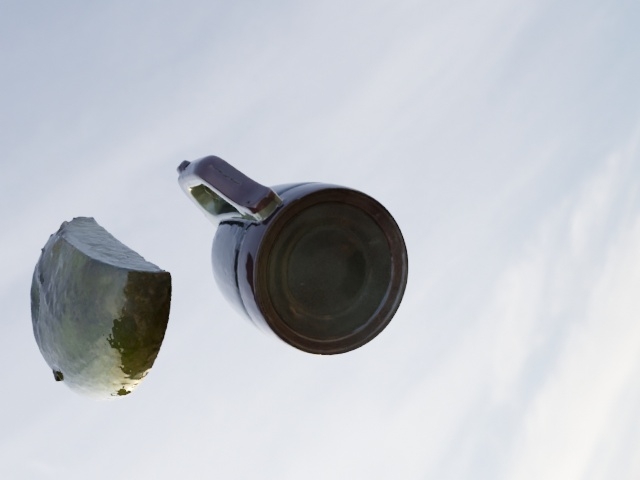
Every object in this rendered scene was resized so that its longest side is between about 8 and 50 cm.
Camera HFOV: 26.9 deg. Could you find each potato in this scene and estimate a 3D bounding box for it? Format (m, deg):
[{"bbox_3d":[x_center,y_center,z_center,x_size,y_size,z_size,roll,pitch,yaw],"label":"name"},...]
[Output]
[{"bbox_3d":[-0.294,0.075,1.789,0.112,0.255,0.270,-4,-100,-31],"label":"potato"}]

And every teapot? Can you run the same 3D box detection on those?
[{"bbox_3d":[-0.072,-0.001,1.901,0.233,0.312,0.315,-47,-68,-14],"label":"teapot"}]
